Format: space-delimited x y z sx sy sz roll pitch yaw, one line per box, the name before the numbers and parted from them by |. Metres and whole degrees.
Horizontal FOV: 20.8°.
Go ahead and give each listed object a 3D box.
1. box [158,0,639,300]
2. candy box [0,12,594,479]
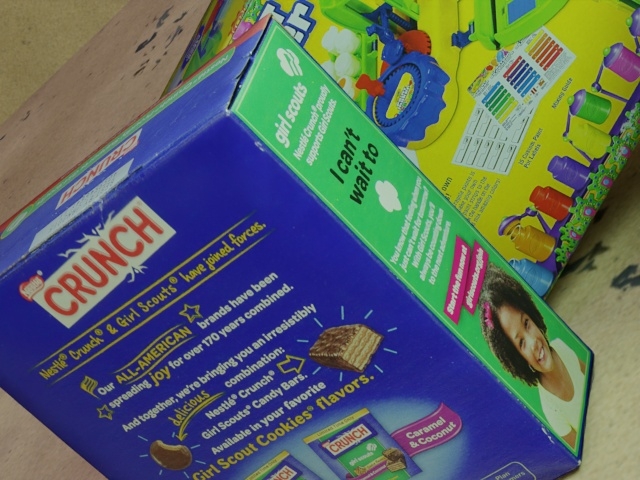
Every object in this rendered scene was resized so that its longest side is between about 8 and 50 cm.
box | 0.068 -0.123 1.204 0.290 0.279 0.177 -60 14 12
candy box | -0.031 0.062 1.101 0.268 0.317 0.122 -33 24 30
